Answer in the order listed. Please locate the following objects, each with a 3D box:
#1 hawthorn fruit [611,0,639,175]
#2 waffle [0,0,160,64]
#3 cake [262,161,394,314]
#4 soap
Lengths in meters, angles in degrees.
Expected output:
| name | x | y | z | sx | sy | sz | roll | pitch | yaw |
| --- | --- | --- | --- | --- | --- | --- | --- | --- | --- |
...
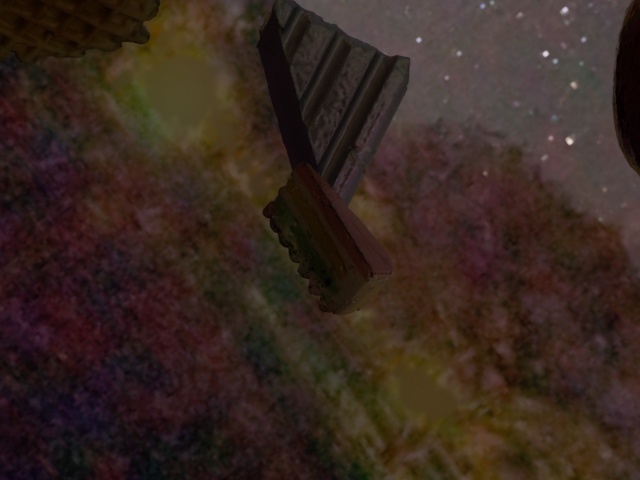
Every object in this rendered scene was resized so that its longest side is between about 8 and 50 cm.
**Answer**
| name | x | y | z | sx | sy | sz | roll | pitch | yaw |
| --- | --- | --- | --- | --- | --- | --- | --- | --- | --- |
| hawthorn fruit | 0.342 | -0.108 | 0.796 | 0.211 | 0.299 | 0.211 | 13 | 9 | -2 |
| waffle | -0.314 | -0.310 | 1.163 | 0.261 | 0.250 | 0.056 | 90 | -13 | -60 |
| cake | 0.013 | 0.001 | 1.388 | 0.090 | 0.109 | 0.225 | 7 | 43 | -51 |
| soap | -0.034 | -0.202 | 1.537 | 0.258 | 0.302 | 0.159 | 27 | -4 | -19 |
